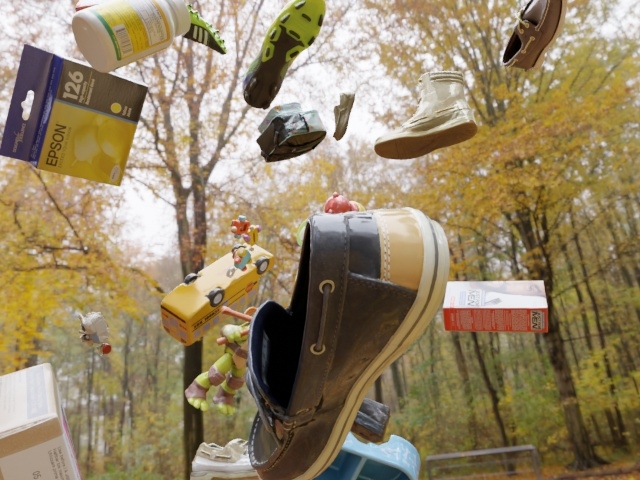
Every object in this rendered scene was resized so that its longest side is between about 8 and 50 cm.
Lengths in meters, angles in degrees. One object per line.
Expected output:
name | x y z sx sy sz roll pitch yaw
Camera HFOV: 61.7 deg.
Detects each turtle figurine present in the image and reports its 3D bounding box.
turtle figurine | -0.149 0.198 0.953 0.217 0.087 0.269 -55 -28 0

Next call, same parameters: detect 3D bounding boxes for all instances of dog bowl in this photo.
dog bowl | 0.070 0.476 1.125 0.297 0.074 0.165 20 -70 -5

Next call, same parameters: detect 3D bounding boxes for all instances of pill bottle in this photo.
pill bottle | -0.365 -0.420 1.056 0.208 0.117 0.117 -39 -2 -33

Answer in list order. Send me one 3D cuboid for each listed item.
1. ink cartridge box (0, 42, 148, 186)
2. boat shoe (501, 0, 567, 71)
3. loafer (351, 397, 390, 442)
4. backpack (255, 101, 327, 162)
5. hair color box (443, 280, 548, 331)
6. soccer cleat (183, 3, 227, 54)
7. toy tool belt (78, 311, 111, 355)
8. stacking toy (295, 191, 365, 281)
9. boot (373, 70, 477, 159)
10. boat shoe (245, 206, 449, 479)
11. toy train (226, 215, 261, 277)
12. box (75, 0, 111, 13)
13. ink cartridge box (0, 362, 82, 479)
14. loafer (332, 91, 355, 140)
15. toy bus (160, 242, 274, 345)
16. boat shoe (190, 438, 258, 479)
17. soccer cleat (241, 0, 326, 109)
ink cartridge box | -0.655 -0.323 1.437 0.307 0.303 0.072 10 18 -39
boat shoe | 0.540 -0.541 1.365 0.097 0.116 0.324 -1 -13 7
loafer | 0.039 0.273 0.909 0.170 0.061 0.062 32 -36 1
backpack | -0.082 -0.320 1.580 0.189 0.144 0.166 -11 -17 -33
hair color box | 0.304 0.114 0.938 0.167 0.053 0.093 -2 25 18
soccer cleat | -0.324 -0.557 1.442 0.072 0.060 0.179 -28 -35 21
toy tool belt | -0.432 0.177 1.021 0.051 0.083 0.052 -2 20 28
stacking toy | 0.000 0.000 1.834 0.280 0.308 0.130 -12 -28 33
boot | 0.260 -0.330 1.400 0.262 0.203 0.095 -15 -30 20
boat shoe | -0.022 0.150 0.671 0.156 0.186 0.500 11 -48 -17
toy train | -0.211 0.008 1.373 0.046 0.166 0.125 24 19 23
box | -0.537 -0.629 1.468 0.154 0.299 0.142 -5 -47 -1
ink cartridge box | -0.375 0.311 0.721 0.088 0.234 0.193 -15 16 -28
loafer | 0.057 -0.344 1.480 0.050 0.147 0.056 16 -12 6
toy bus | -0.269 0.133 1.458 0.333 0.108 0.130 -36 -38 -43
boat shoe | -0.212 0.570 1.395 0.303 0.103 0.113 -14 -31 23
soccer cleat | -0.087 -0.408 1.128 0.094 0.121 0.289 19 -46 -26
